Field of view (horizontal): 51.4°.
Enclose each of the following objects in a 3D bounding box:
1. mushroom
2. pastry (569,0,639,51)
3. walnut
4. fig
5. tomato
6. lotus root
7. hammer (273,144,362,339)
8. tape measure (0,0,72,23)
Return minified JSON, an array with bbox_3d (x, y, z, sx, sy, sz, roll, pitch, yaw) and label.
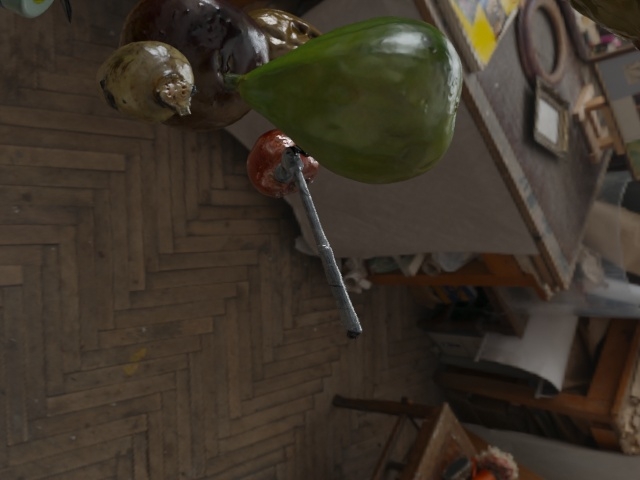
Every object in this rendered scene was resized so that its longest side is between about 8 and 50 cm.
[{"bbox_3d":[-0.294,-0.434,1.479,0.356,0.334,0.331,50,28,23],"label":"mushroom"},{"bbox_3d":[0.331,-0.271,0.421,0.388,0.388,0.313,-5,56,-47],"label":"pastry"},{"bbox_3d":[-0.115,-0.544,2.079,0.397,0.308,0.354,27,40,-17],"label":"walnut"},{"bbox_3d":[0.048,-0.180,0.934,0.233,0.314,0.233,-17,90,-74],"label":"fig"},{"bbox_3d":[-0.116,-0.238,2.003,0.232,0.232,0.189,-14,75,-46],"label":"tomato"},{"bbox_3d":[-0.315,-0.278,1.173,0.154,0.257,0.140,-32,119,-35],"label":"lotus root"},{"bbox_3d":[-0.001,0.000,1.365,0.044,0.152,0.427,-14,76,-22],"label":"hammer"},{"bbox_3d":[-0.539,-0.485,1.244,0.098,0.351,0.215,24,60,-6],"label":"tape measure"}]
